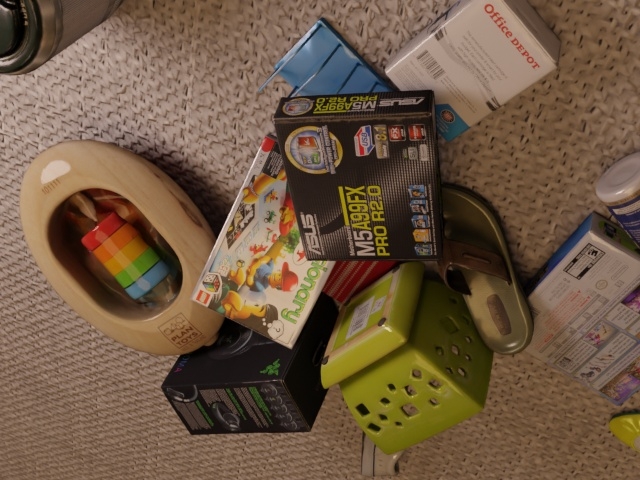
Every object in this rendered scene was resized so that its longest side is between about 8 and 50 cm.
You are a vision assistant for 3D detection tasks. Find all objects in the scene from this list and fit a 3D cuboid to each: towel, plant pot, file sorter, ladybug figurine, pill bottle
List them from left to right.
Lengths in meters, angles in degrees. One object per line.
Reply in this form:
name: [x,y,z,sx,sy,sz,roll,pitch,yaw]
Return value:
ladybug figurine: [-0.335,0.011,1.428,0.305,0.162,0.449,-32,104,15]
towel: [0.000,0.000,1.391,0.274,0.031,0.199,32,131,-2]
file sorter: [0.010,-0.213,1.172,0.170,0.104,0.118,43,131,-12]
plant pot: [0.139,0.186,1.331,0.207,0.228,0.227,42,127,-15]
pill bottle: [0.473,-0.035,1.112,0.094,0.094,0.169,-32,108,38]

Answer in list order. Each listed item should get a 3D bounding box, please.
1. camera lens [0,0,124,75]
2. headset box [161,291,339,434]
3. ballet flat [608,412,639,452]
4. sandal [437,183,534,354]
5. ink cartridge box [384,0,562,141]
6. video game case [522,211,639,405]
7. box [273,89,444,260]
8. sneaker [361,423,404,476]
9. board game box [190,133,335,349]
camera lens: [-0.408,-0.377,1.113,0.219,0.274,0.220,12,130,15]
headset box: [-0.105,0.225,1.466,0.282,0.246,0.131,-8,122,29]
ballet flat: [0.617,0.353,1.362,0.230,0.077,0.077,6,128,20]
sandal: [0.244,0.047,1.248,0.120,0.086,0.303,-28,89,38]
ink cartridge box: [0.206,-0.247,1.073,0.139,0.082,0.190,45,129,-14]
video game case: [0.455,0.117,1.260,0.244,0.061,0.270,31,132,1]
box: [0.064,-0.084,1.144,0.216,0.060,0.270,0,132,12]
sneaker: [0.132,0.388,1.609,0.091,0.094,0.258,1,133,0]
board game box: [-0.066,0.004,1.309,0.192,0.053,0.306,26,102,-1]
